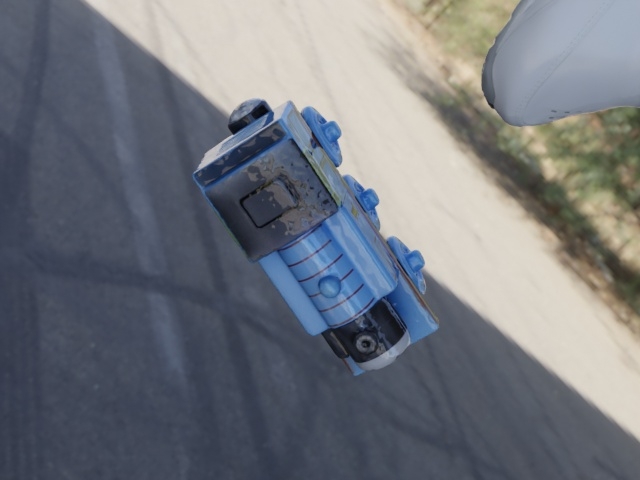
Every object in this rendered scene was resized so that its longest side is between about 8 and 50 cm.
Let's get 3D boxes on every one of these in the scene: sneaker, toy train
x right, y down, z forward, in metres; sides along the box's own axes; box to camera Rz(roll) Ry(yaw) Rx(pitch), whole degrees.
[{"bbox_3d":[0.231,-0.118,0.653,0.111,0.297,0.129,75,-5,-66],"label":"sneaker"},{"bbox_3d":[0.000,0.000,0.734,0.184,0.080,0.105,57,16,-13],"label":"toy train"}]
